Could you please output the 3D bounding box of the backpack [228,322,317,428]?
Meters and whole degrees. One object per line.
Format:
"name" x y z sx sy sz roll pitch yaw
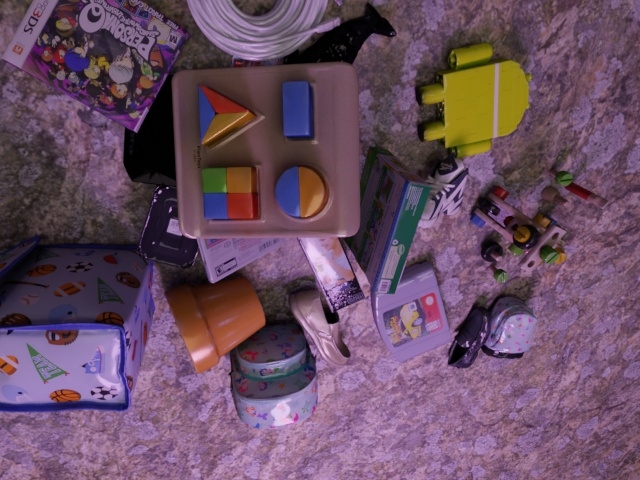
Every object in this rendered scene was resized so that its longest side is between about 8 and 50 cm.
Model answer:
"backpack" -0.117 0.334 1.134 0.225 0.253 0.191 -6 118 -10

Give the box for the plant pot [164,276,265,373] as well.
"plant pot" -0.241 0.179 1.071 0.187 0.205 0.205 -22 121 -20

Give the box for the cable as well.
"cable" -0.115 -0.460 0.812 0.257 0.089 0.257 -28 116 0

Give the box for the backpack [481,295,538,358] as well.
"backpack" 0.562 0.259 1.338 0.151 0.115 0.182 3 114 -12

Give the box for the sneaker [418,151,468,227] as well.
"sneaker" 0.263 -0.125 1.034 0.235 0.094 0.153 -15 126 -37

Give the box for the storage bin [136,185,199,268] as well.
"storage bin" -0.315 -0.042 0.989 0.122 0.084 0.180 17 113 -21

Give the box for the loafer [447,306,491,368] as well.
"loafer" 0.441 0.294 1.348 0.078 0.076 0.223 0 121 -22

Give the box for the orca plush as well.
"orca plush" 0.029 -0.339 0.904 0.287 0.102 0.151 -30 120 3

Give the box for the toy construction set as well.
"toy construction set" 0.563 -0.026 1.118 0.308 0.237 0.257 -35 119 6

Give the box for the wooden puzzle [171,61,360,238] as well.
"wooden puzzle" -0.100 -0.163 0.837 0.347 0.080 0.322 -1 95 2

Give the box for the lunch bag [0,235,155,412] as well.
"lunch bag" -0.551 0.148 0.891 0.385 0.328 0.239 2 114 -11

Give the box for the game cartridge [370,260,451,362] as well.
"game cartridge" 0.251 0.213 1.277 0.196 0.060 0.294 -21 120 3

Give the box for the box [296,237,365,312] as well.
"box" 0.000 0.000 1.032 0.087 0.169 0.290 -23 124 1

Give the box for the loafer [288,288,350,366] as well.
"loafer" 0.017 0.233 1.201 0.092 0.102 0.268 -30 119 10

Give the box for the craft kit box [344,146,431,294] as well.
"craft kit box" 0.135 -0.051 0.999 0.060 0.247 0.250 5 116 -19

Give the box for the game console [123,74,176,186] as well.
"game console" -0.200 -0.206 0.915 0.361 0.044 0.213 4 93 -20

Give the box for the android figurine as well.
"android figurine" 0.350 -0.311 1.023 0.272 0.056 0.248 -15 119 -5

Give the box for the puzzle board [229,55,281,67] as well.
"puzzle board" -0.135 -0.344 0.916 0.096 0.011 0.128 11 114 -18

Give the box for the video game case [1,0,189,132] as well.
"video game case" -0.385 -0.341 0.795 0.232 0.042 0.210 29 88 -19

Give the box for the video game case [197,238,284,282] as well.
"video game case" -0.177 -0.036 0.997 0.212 0.023 0.193 -31 126 -36
